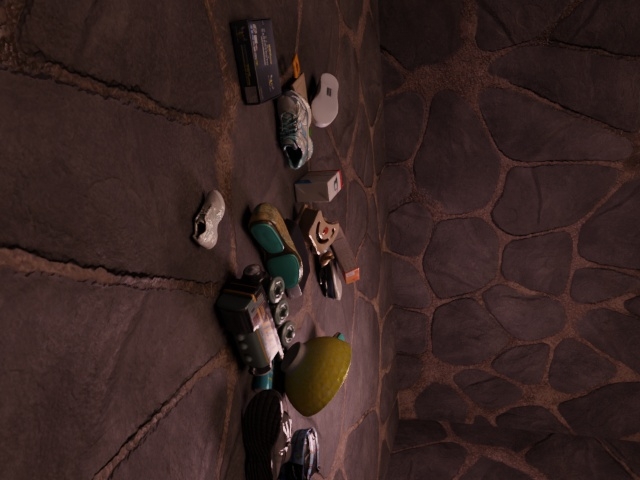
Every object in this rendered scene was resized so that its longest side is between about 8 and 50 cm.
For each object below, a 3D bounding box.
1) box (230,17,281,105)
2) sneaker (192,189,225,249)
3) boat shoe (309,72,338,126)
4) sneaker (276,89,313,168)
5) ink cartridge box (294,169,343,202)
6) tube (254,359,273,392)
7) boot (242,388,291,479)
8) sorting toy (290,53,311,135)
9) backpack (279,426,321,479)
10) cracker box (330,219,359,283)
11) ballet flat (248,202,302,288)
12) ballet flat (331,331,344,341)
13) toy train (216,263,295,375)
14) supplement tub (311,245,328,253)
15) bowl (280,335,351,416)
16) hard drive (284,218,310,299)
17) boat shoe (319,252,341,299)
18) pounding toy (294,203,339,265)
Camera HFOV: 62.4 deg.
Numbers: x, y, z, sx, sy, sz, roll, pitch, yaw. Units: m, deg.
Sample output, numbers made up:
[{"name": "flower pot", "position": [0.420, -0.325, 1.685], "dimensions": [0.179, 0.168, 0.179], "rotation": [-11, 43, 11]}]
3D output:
[{"name": "box", "position": [-0.185, -0.532, 1.565], "dimensions": [0.183, 0.059, 0.232], "rotation": [-56, 143, -62]}, {"name": "sneaker", "position": [-0.275, -0.058, 1.298], "dimensions": [0.061, 0.054, 0.152], "rotation": [43, 51, -63]}, {"name": "boat shoe", "position": [0.002, -0.535, 2.089], "dimensions": [0.102, 0.108, 0.301], "rotation": [129, -26, -47]}, {"name": "sneaker", "position": [-0.089, -0.370, 1.794], "dimensions": [0.122, 0.110, 0.282], "rotation": [-66, 151, -45]}, {"name": "ink cartridge box", "position": [0.000, -0.216, 2.029], "dimensions": [0.231, 0.134, 0.077], "rotation": [-54, 140, -63]}, {"name": "tube", "position": [-0.169, 0.371, 1.659], "dimensions": [0.080, 0.052, 0.206], "rotation": [75, 16, -57]}, {"name": "boot", "position": [-0.151, 0.580, 1.638], "dimensions": [0.223, 0.118, 0.337], "rotation": [-35, 135, -72]}, {"name": "sorting toy", "position": [-0.083, -0.496, 1.912], "dimensions": [0.196, 0.047, 0.347], "rotation": [-75, 161, -57]}, {"name": "backpack", "position": [-0.070, 0.742, 1.846], "dimensions": [0.158, 0.117, 0.173], "rotation": [3, 88, -72]}, {"name": "cracker box", "position": [0.089, 0.051, 2.213], "dimensions": [0.155, 0.067, 0.232], "rotation": [77, -8, -68]}, {"name": "ballet flat", "position": [-0.132, 0.014, 1.663], "dimensions": [0.348, 0.123, 0.123], "rotation": [68, 28, -48]}, {"name": "ballet flat", "position": [0.018, 0.500, 2.141], "dimensions": [0.315, 0.106, 0.107], "rotation": [-71, 147, -47]}, {"name": "toy train", "position": [-0.179, 0.231, 1.494], "dimensions": [0.190, 0.142, 0.333], "rotation": [-53, 143, -43]}, {"name": "supplement tub", "position": [0.000, 0.000, 2.137], "dimensions": [0.071, 0.071, 0.107], "rotation": [14, 78, -72]}, {"name": "bowl", "position": [-0.043, 0.435, 1.815], "dimensions": [0.156, 0.289, 0.289], "rotation": [36, 40, -14]}, {"name": "hard drive", "position": [-0.095, 0.067, 1.863], "dimensions": [0.172, 0.054, 0.254], "rotation": [-69, 153, -48]}, {"name": "boat shoe", "position": [0.036, 0.154, 2.240], "dimensions": [0.254, 0.079, 0.095], "rotation": [76, 20, -45]}, {"name": "pounding toy", "position": [0.020, -0.025, 1.996], "dimensions": [0.154, 0.155, 0.269], "rotation": [-55, 149, -20]}]
